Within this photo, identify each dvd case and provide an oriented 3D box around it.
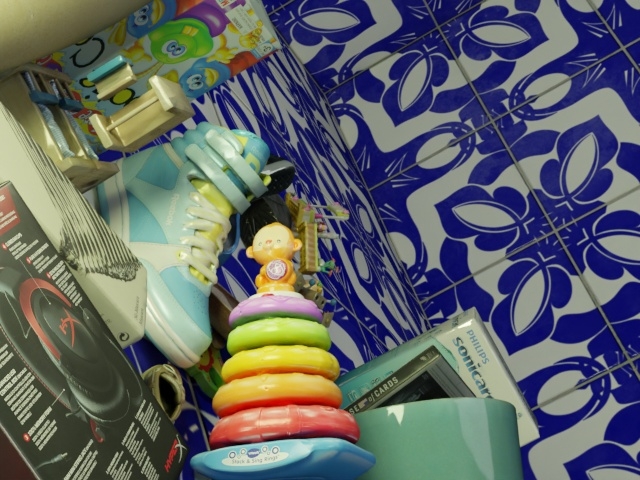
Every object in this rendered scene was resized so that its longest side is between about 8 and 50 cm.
[{"bbox_3d":[0.106,0.267,1.515,0.179,0.239,0.029,49,5,-48],"label":"dvd case"}]

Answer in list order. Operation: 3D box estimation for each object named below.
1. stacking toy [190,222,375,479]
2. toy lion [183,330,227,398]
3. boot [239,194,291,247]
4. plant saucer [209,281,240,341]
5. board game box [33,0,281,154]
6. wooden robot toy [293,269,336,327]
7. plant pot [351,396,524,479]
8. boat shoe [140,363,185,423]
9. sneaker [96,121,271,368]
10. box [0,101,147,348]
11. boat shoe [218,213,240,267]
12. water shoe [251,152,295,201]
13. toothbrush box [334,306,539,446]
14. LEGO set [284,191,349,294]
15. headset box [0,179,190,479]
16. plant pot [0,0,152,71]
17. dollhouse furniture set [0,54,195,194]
[{"bbox_3d":[-0.045,0.118,1.143,0.166,0.175,0.301,45,39,-63],"label":"stacking toy"},{"bbox_3d":[-0.143,0.145,1.238,0.096,0.034,0.100,20,42,-64],"label":"toy lion"},{"bbox_3d":[-0.100,-0.038,1.851,0.208,0.076,0.189,52,14,-71],"label":"boot"},{"bbox_3d":[-0.123,0.092,1.315,0.198,0.036,0.198,44,-1,1],"label":"plant saucer"},{"bbox_3d":[-0.214,-0.252,1.258,0.142,0.275,0.144,44,20,-58],"label":"board game box"},{"bbox_3d":[-0.041,0.102,1.805,0.079,0.076,0.173,25,-12,34],"label":"wooden robot toy"},{"bbox_3d":[0.134,0.357,1.335,0.293,0.293,0.235,41,36,-62],"label":"plant pot"},{"bbox_3d":[-0.160,0.161,1.048,0.056,0.048,0.153,60,10,-6],"label":"boat shoe"},{"bbox_3d":[-0.135,-0.020,1.184,0.127,0.208,0.319,53,10,-51],"label":"sneaker"},{"bbox_3d":[-0.265,-0.015,0.886,0.275,0.094,0.113,55,13,-34],"label":"box"},{"bbox_3d":[-0.163,-0.055,1.432,0.089,0.109,0.258,38,9,-23],"label":"boat shoe"},{"bbox_3d":[-0.136,-0.104,1.716,0.203,0.073,0.080,-11,38,-45],"label":"water shoe"},{"bbox_3d":[0.170,0.273,1.655,0.216,0.296,0.126,60,11,-1],"label":"toothbrush box"},{"bbox_3d":[0.000,0.000,1.951,0.287,0.107,0.132,-110,-150,-48],"label":"LEGO set"},{"bbox_3d":[-0.228,0.099,0.713,0.293,0.110,0.218,59,10,-12],"label":"headset box"},{"bbox_3d":[-0.299,-0.277,0.994,0.256,0.256,0.274,56,44,-26],"label":"plant pot"},{"bbox_3d":[-0.241,-0.144,1.094,0.129,0.184,0.129,62,10,4],"label":"dollhouse furniture set"}]
